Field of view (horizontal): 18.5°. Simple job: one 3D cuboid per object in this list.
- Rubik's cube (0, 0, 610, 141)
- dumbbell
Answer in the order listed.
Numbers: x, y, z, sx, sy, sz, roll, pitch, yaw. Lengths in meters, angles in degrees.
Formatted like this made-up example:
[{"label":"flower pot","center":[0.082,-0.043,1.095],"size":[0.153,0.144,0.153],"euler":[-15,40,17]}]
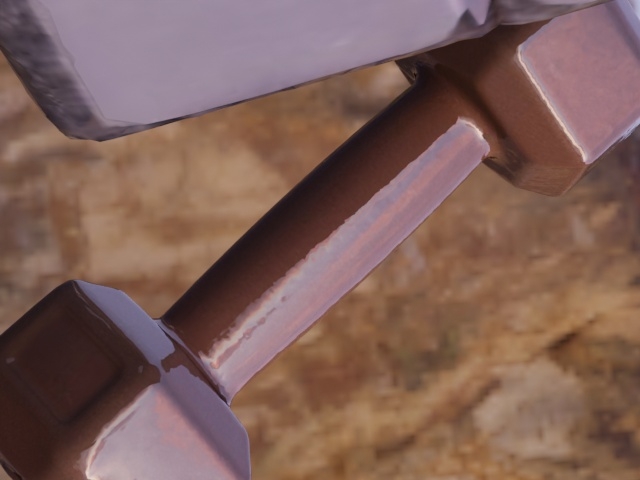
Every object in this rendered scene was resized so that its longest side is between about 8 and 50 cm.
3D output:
[{"label":"Rubik's cube","center":[0.048,-0.259,0.266],"size":[0.344,0.344,0.337],"euler":[69,7,-68]},{"label":"dumbbell","center":[0.000,0.000,0.593],"size":[0.092,0.231,0.082],"euler":[39,-13,36]}]
